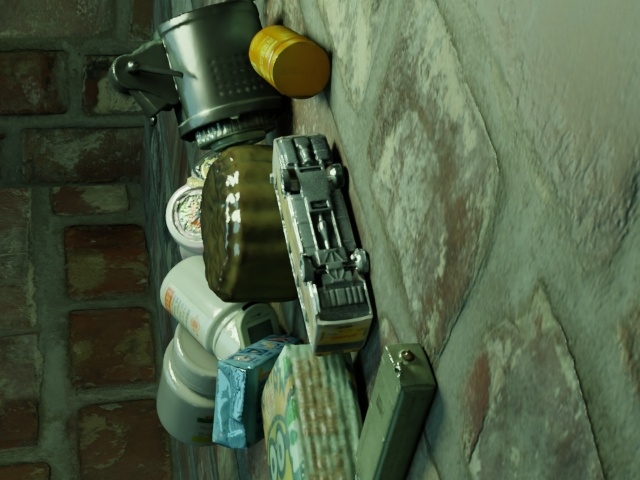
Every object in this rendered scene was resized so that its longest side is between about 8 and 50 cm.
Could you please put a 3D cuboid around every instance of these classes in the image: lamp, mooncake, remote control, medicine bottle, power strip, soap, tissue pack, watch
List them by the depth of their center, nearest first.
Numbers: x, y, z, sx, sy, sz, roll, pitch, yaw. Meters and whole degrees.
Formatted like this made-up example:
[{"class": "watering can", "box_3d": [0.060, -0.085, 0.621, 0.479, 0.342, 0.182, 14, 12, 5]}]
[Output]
[{"class": "power strip", "box_3d": [0.092, 0.238, 1.391, 0.078, 0.052, 0.272, -108, 20, -44]}, {"class": "tissue pack", "box_3d": [-0.006, 0.335, 1.620, 0.228, 0.128, 0.311, 113, 151, -59]}, {"class": "medicine bottle", "box_3d": [-0.053, -0.292, 1.758, 0.192, 0.096, 0.096, -127, 38, -66]}, {"class": "soap", "box_3d": [-0.102, 0.257, 1.865, 0.293, 0.077, 0.156, -14, -71, -69]}, {"class": "mooncake", "box_3d": [-0.121, -0.030, 1.932, 0.290, 0.161, 0.291, 179, 90, -74]}, {"class": "lamp", "box_3d": [-0.174, -0.303, 1.980, 0.272, 0.374, 0.205, 56, 159, -7]}, {"class": "remote control", "box_3d": [-0.107, 0.208, 2.005, 0.042, 0.078, 0.221, 37, 144, 57]}, {"class": "medicine bottle", "box_3d": [-0.195, 0.149, 2.123, 0.252, 0.144, 0.145, 37, 133, 36]}, {"class": "watch", "box_3d": [-0.202, -0.063, 2.274, 0.231, 0.196, 0.244, 53, -136, -75]}, {"class": "medicine bottle", "box_3d": [-0.242, 0.292, 2.348, 0.340, 0.208, 0.208, 111, 152, -55]}]

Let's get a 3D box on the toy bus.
[{"class": "toy bus", "box_3d": [0.000, 0.000, 1.621, 0.138, 0.097, 0.343, 97, 163, -54]}]
